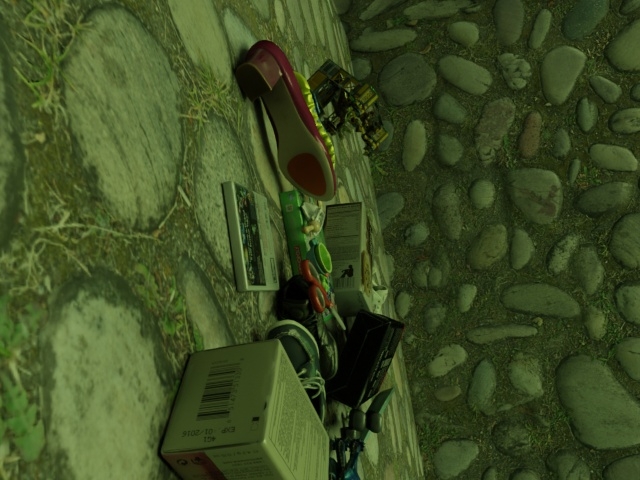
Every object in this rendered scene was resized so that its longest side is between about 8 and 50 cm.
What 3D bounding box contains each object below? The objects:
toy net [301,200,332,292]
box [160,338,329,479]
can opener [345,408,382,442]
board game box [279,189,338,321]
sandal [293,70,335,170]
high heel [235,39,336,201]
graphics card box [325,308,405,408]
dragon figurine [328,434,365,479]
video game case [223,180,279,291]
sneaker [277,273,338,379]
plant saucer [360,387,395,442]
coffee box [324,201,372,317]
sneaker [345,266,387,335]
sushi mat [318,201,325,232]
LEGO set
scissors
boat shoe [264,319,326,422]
[{"bbox_3d":[0.000,0.000,1.182,0.122,0.045,0.232,53,23,-41],"label":"toy net"},{"bbox_3d":[-0.081,0.262,0.672,0.148,0.127,0.232,-85,160,-52],"label":"box"},{"bbox_3d":[0.104,0.469,1.296,0.283,0.076,0.095,91,5,-74],"label":"can opener"},{"bbox_3d":[-0.024,0.044,1.296,0.213,0.046,0.317,8,72,-76],"label":"board game box"},{"bbox_3d":[-0.034,-0.287,1.381,0.138,0.126,0.317,-73,151,-73],"label":"sandal"},{"bbox_3d":[-0.049,-0.275,1.198,0.377,0.127,0.181,62,30,-30],"label":"high heel"},{"bbox_3d":[0.134,0.315,1.425,0.232,0.094,0.371,-67,164,-3],"label":"graphics card box"},{"bbox_3d":[0.046,0.505,1.110,0.289,0.085,0.143,27,53,-75],"label":"dragon figurine"},{"bbox_3d":[-0.124,-0.001,0.955,0.173,0.022,0.190,21,59,-76],"label":"video game case"},{"bbox_3d":[-0.030,0.181,1.069,0.130,0.087,0.227,8,68,-75],"label":"sneaker"},{"bbox_3d":[0.159,0.515,1.554,0.195,0.038,0.195,-51,159,-28],"label":"plant saucer"},{"bbox_3d":[0.082,0.055,1.528,0.168,0.119,0.297,63,25,-54],"label":"coffee box"},{"bbox_3d":[0.148,0.222,1.652,0.114,0.152,0.304,-68,146,-72],"label":"sneaker"},{"bbox_3d":[-0.022,-0.150,1.536,0.151,0.019,0.316,10,69,-78],"label":"sushi mat"},{"bbox_3d":[0.053,-0.365,1.584,0.255,0.192,0.331,44,-2,16],"label":"LEGO set"},{"bbox_3d":[0.013,0.120,1.106,0.297,0.021,0.108,49,21,-67],"label":"scissors"},{"bbox_3d":[-0.041,0.253,0.945,0.079,0.095,0.254,-103,-177,-55],"label":"boat shoe"}]
